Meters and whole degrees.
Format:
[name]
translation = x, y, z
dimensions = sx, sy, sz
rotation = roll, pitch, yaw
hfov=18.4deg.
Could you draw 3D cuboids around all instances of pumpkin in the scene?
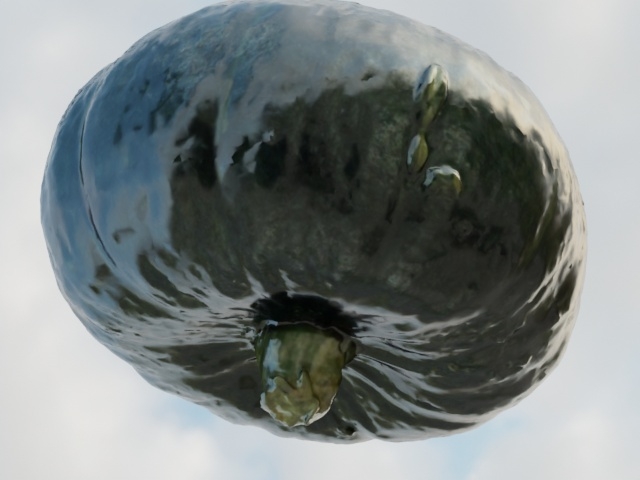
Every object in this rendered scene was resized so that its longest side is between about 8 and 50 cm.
[pumpkin]
translation = 0.000, -0.001, 0.745
dimensions = 0.211, 0.211, 0.152
rotation = 27, -113, -44
